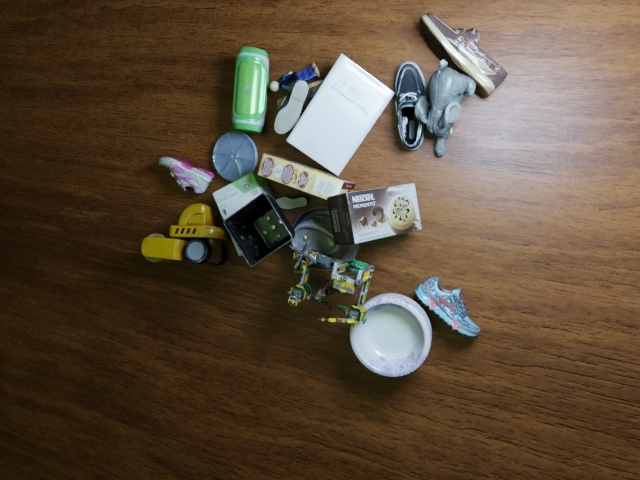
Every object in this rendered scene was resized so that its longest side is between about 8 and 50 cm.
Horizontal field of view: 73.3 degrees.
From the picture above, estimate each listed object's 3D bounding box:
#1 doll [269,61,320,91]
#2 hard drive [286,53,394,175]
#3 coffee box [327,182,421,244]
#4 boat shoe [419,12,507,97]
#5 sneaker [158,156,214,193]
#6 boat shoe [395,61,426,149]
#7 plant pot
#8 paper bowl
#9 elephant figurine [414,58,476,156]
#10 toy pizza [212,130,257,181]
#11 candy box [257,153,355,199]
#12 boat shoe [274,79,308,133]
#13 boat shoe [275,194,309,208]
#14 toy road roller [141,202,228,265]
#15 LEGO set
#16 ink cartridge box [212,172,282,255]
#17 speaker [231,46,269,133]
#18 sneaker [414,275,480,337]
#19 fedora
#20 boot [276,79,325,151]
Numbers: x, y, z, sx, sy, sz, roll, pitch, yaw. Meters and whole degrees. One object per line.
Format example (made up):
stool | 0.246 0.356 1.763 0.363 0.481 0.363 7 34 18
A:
doll | -0.100 -0.601 1.601 0.188 0.046 0.129 -22 48 4
hard drive | 0.069 -0.445 1.552 0.233 0.047 0.353 32 104 -11
coffee box | 0.186 -0.091 1.459 0.118 0.297 0.168 -4 95 59
boat shoe | 0.471 -0.631 1.413 0.123 0.123 0.342 -44 86 8
sneaker | -0.569 -0.269 1.779 0.252 0.103 0.111 25 101 14
boat shoe | 0.307 -0.468 1.482 0.108 0.102 0.302 1 96 17
plant pot | -0.195 -0.044 1.533 0.188 0.167 0.188 -33 87 15
paper bowl | 0.257 0.331 1.557 0.284 0.148 0.285 2 97 18
elephant figurine | 0.398 -0.422 1.411 0.185 0.169 0.240 20 93 -12
toy pizza | -0.342 -0.338 1.738 0.201 0.032 0.202 2 97 17
candy box | -0.048 -0.226 1.577 0.316 0.183 0.088 22 101 14
boat shoe | -0.106 -0.484 1.559 0.075 0.065 0.206 22 116 -21
boat shoe | -0.109 -0.153 1.680 0.132 0.042 0.049 -3 115 18
toy road roller | -0.538 -0.025 1.751 0.329 0.202 0.241 2 84 12
LEGO set | 0.022 0.152 1.448 0.331 0.192 0.255 26 101 17
ink cartridge box | -0.270 -0.102 1.695 0.198 0.114 0.273 -24 89 18
speaker | -0.268 -0.567 1.642 0.131 0.131 0.297 8 98 17
sneaker | 0.463 0.227 1.506 0.261 0.104 0.125 40 103 10
fedora | 0.000 0.000 1.616 0.275 0.124 0.244 14 100 16
boot | -0.027 -0.470 1.614 0.248 0.090 0.207 -20 101 17
